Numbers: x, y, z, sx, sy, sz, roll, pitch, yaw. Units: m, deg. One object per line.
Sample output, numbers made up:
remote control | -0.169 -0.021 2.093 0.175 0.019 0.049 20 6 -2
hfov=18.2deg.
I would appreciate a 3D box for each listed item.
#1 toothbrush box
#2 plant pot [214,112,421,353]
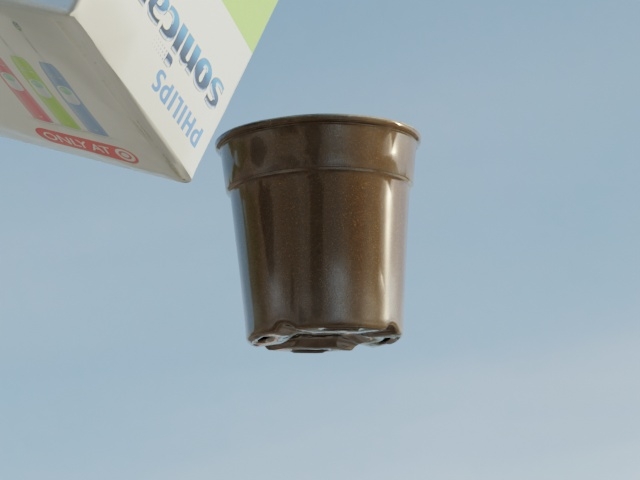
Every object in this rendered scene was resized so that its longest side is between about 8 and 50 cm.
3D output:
toothbrush box | -0.098 -0.189 0.782 0.206 0.283 0.122 14 -23 26
plant pot | 0.000 0.000 1.586 0.167 0.165 0.167 -1 -12 0
